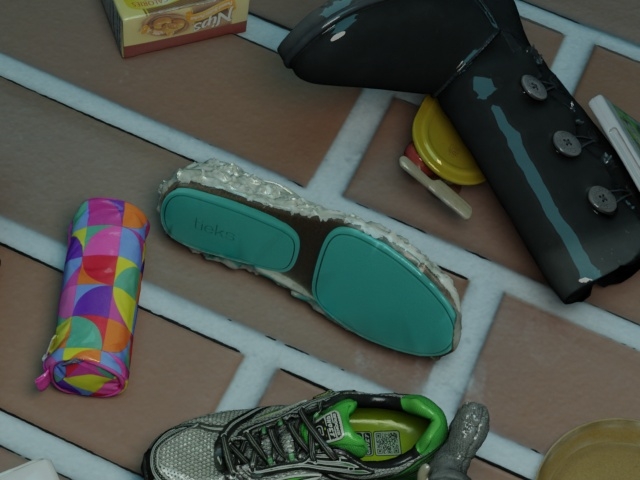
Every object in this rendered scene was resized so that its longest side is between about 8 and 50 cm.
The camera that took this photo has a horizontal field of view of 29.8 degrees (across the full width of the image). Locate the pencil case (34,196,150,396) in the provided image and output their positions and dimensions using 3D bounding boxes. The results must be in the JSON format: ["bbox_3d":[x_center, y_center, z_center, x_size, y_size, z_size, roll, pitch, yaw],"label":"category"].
[{"bbox_3d":[-0.261,0.066,1.403,0.104,0.104,0.236,7,57,-3],"label":"pencil case"}]

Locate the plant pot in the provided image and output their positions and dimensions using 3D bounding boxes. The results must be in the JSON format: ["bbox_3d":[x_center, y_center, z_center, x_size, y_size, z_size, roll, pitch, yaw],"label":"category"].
[{"bbox_3d":[0.353,0.317,1.366,0.236,0.032,0.236,3,59,-5],"label":"plant pot"}]

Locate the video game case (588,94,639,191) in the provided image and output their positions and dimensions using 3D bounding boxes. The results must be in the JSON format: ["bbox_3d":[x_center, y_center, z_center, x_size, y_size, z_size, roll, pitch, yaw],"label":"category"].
[{"bbox_3d":[0.434,-0.080,1.538,0.023,0.212,0.193,-36,60,24],"label":"video game case"}]

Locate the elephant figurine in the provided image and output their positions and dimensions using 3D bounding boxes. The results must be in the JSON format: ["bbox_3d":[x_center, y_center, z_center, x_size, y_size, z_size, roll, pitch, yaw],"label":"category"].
[{"bbox_3d":[0.110,0.310,1.202,0.239,0.169,0.186,-43,78,17],"label":"elephant figurine"}]

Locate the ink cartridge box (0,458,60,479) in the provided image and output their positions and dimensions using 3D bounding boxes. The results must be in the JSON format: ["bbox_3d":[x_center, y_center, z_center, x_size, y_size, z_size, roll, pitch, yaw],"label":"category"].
[{"bbox_3d":[-0.309,0.385,1.194,0.197,0.114,0.273,-21,65,-17],"label":"ink cartridge box"}]

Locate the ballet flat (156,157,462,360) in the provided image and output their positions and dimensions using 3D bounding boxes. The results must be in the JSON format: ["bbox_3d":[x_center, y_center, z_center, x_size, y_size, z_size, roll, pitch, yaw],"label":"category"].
[{"bbox_3d":[0.000,0.000,1.462,0.408,0.147,0.147,26,59,8],"label":"ballet flat"}]

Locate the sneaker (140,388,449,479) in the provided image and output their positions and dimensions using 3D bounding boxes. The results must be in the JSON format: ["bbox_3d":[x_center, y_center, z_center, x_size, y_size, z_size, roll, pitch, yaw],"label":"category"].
[{"bbox_3d":[-0.025,0.217,1.312,0.343,0.146,0.134,-8,61,-11],"label":"sneaker"}]

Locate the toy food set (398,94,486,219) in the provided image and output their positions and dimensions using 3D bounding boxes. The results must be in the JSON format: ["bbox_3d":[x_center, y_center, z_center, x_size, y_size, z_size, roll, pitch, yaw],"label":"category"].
[{"bbox_3d":[0.166,-0.119,1.578,0.128,0.071,0.218,34,54,-5],"label":"toy food set"}]

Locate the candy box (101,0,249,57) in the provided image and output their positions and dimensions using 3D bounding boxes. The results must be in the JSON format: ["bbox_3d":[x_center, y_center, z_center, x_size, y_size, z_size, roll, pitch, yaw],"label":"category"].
[{"bbox_3d":[-0.237,-0.418,1.701,0.182,0.088,0.317,-16,62,-16],"label":"candy box"}]

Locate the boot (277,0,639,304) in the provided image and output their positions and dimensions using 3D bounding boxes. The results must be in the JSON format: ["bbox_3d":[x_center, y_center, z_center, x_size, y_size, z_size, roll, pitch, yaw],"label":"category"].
[{"bbox_3d":[0.198,-0.114,1.471,0.367,0.146,0.445,-22,79,-31],"label":"boot"}]
